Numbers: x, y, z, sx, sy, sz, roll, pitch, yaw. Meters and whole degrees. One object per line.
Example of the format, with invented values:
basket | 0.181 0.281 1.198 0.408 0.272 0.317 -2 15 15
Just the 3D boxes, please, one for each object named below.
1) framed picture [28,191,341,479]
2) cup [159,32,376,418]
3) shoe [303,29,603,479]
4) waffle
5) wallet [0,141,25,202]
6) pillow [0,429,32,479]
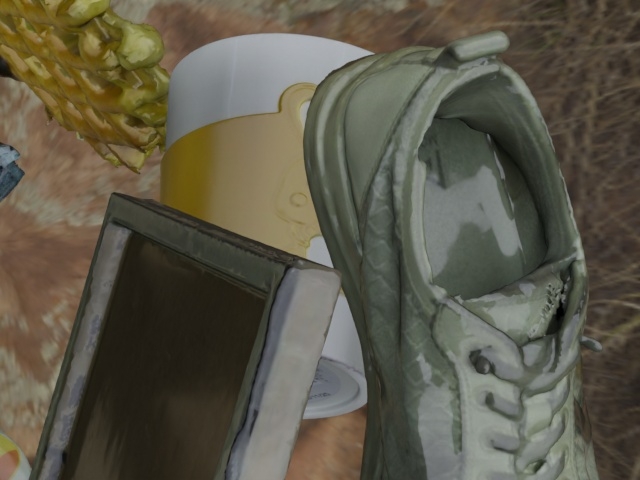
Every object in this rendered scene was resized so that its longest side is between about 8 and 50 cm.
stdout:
framed picture | -0.080 0.144 0.558 0.024 0.232 0.315 17 91 -19
cup | 0.000 0.000 1.188 0.241 0.185 0.226 17 64 -18
shoe | 0.064 0.048 0.690 0.103 0.098 0.275 -11 84 -25
waffle | -0.225 -0.178 1.332 0.312 0.307 0.060 44 73 1
wallet | -0.305 0.086 0.865 0.046 0.191 0.379 46 75 -26
pillow | -0.377 0.267 1.647 0.233 0.086 0.214 -29 81 -18
